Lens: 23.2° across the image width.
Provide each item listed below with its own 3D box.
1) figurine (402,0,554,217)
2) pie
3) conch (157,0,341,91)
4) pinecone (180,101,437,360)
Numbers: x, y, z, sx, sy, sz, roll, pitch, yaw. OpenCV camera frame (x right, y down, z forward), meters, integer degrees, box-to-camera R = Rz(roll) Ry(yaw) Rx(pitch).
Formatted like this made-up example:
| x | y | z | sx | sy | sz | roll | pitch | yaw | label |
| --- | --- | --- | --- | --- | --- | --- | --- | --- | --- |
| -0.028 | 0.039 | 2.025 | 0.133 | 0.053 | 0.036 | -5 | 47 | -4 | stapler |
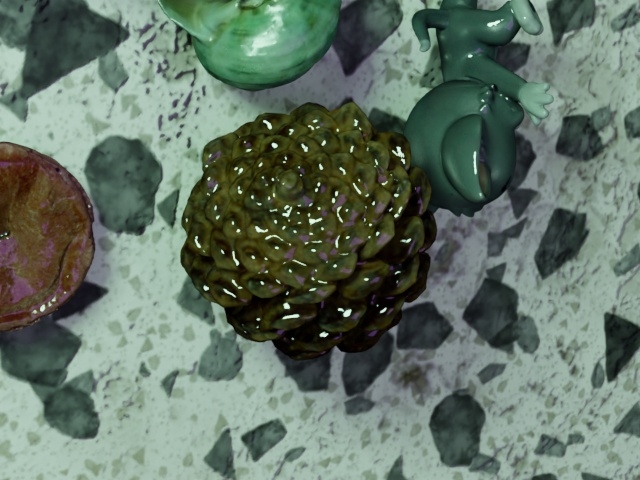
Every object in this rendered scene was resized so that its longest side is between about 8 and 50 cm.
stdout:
| x | y | z | sx | sy | sz | roll | pitch | yaw | label |
| --- | --- | --- | --- | --- | --- | --- | --- | --- | --- |
| 0.149 | -0.150 | 1.554 | 0.140 | 0.193 | 0.265 | -12 | 98 | -24 | figurine |
| -0.292 | -0.003 | 1.417 | 0.182 | 0.049 | 0.182 | -9 | 112 | -23 | pie |
| -0.069 | -0.223 | 1.437 | 0.175 | 0.122 | 0.188 | -6 | 106 | -6 | conch |
| -0.010 | 0.005 | 1.475 | 0.243 | 0.243 | 0.257 | -21 | 135 | -22 | pinecone |
